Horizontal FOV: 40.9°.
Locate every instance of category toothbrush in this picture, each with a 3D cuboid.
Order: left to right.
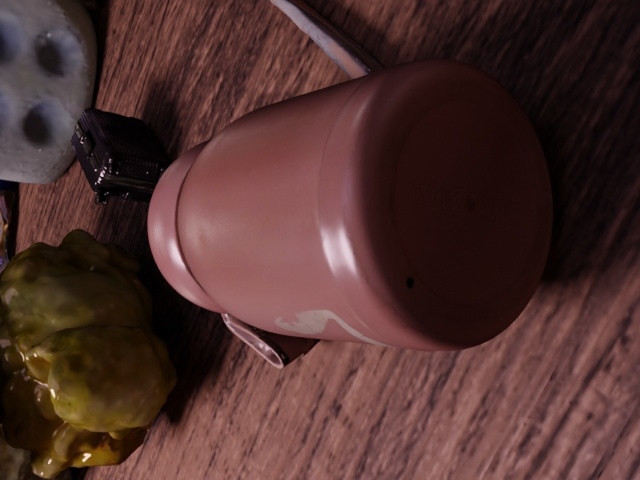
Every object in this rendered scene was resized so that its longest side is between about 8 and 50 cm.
[{"bbox_3d":[-0.024,-0.213,0.778,0.375,0.028,0.037,52,128,43],"label":"toothbrush"}]

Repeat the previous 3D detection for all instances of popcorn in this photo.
[{"bbox_3d":[-0.256,0.132,0.897,0.286,0.174,0.225,51,134,48],"label":"popcorn"}]

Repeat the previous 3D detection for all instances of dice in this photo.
[{"bbox_3d":[-0.472,-0.226,1.155,0.263,0.268,0.264,17,95,50],"label":"dice"}]

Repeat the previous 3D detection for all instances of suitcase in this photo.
[{"bbox_3d":[-0.225,-0.093,0.961,0.059,0.086,0.126,-59,44,24],"label":"suitcase"}]

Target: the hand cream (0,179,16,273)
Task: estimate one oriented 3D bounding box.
[{"bbox_3d":[-0.494,-0.021,1.330,0.062,0.039,0.163,-3,82,35],"label":"hand cream"}]

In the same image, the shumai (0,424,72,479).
[{"bbox_3d":[-0.363,0.200,1.046,0.260,0.222,0.225,58,154,-6],"label":"shumai"}]

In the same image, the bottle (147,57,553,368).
[{"bbox_3d":[0.000,0.000,0.604,0.297,0.173,0.206,-4,114,51],"label":"bottle"}]
